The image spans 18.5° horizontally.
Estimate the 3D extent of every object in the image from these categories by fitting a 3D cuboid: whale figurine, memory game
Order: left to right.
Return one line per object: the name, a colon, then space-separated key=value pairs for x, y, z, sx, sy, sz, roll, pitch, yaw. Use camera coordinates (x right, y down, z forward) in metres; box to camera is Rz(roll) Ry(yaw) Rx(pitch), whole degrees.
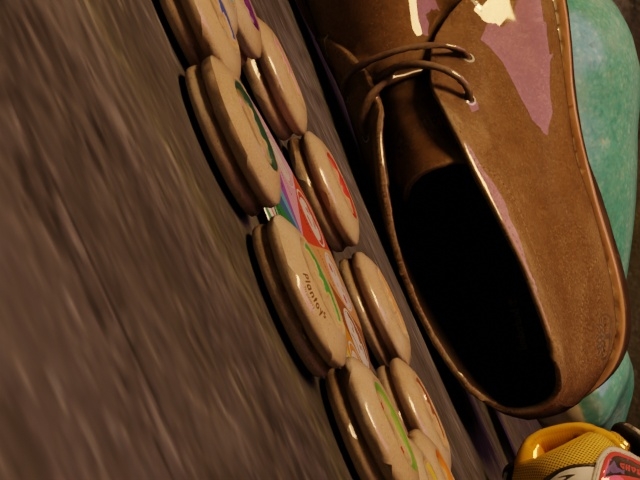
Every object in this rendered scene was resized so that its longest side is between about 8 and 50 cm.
memory game: x=0.000 y=0.000 z=0.501 sx=0.186 sy=0.012 sz=0.186 roll=-24 pitch=90 yaw=-84
whale figurine: x=0.115 y=-0.030 z=1.007 sx=0.216 sy=0.141 sz=0.272 roll=51 pitch=18 yaw=-70

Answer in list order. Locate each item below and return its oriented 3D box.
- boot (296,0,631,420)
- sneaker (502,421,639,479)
boot: x=0.049 y=-0.071 z=0.815 sx=0.305 sy=0.112 sz=0.115 roll=69 pitch=17 yaw=2
sneaker: x=0.123 y=0.113 z=0.790 sx=0.225 sy=0.088 sz=0.093 roll=37 pitch=29 yaw=-79
